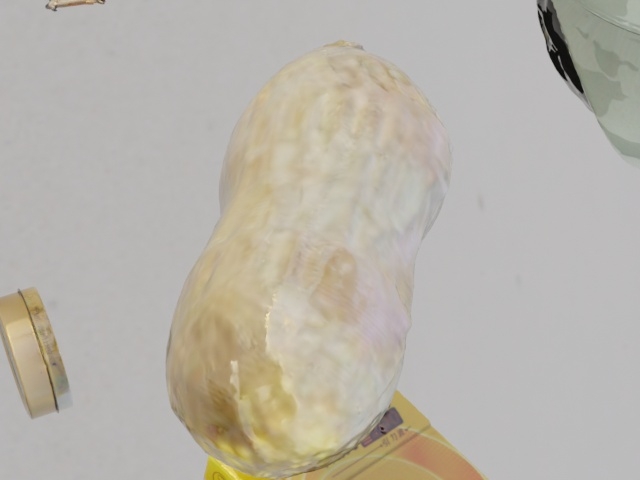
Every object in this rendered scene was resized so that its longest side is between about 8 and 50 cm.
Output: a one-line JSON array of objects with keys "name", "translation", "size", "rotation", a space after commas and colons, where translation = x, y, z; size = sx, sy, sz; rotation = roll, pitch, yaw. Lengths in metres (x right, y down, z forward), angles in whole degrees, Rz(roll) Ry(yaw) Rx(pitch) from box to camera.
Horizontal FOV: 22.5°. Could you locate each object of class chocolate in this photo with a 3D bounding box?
[{"name": "chocolate", "translation": [0.000, 0.000, 0.880], "size": [0.309, 0.134, 0.134], "rotation": [-77, 149, -49]}]

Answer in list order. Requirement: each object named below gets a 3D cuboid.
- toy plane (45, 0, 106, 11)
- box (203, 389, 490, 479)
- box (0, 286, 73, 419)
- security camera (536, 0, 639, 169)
[{"name": "toy plane", "translation": [-0.169, -0.181, 0.907], "size": [0.062, 0.188, 0.135], "rotation": [81, 8, -58]}, {"name": "box", "translation": [0.065, 0.206, 1.058], "size": [0.152, 0.269, 0.043], "rotation": [-27, 148, -36]}, {"name": "box", "translation": [-0.230, 0.090, 1.284], "size": [0.105, 0.037, 0.105], "rotation": [162, -90, -75]}, {"name": "security camera", "translation": [0.183, -0.134, 0.726], "size": [0.236, 0.194, 0.194], "rotation": [63, 26, -64]}]
